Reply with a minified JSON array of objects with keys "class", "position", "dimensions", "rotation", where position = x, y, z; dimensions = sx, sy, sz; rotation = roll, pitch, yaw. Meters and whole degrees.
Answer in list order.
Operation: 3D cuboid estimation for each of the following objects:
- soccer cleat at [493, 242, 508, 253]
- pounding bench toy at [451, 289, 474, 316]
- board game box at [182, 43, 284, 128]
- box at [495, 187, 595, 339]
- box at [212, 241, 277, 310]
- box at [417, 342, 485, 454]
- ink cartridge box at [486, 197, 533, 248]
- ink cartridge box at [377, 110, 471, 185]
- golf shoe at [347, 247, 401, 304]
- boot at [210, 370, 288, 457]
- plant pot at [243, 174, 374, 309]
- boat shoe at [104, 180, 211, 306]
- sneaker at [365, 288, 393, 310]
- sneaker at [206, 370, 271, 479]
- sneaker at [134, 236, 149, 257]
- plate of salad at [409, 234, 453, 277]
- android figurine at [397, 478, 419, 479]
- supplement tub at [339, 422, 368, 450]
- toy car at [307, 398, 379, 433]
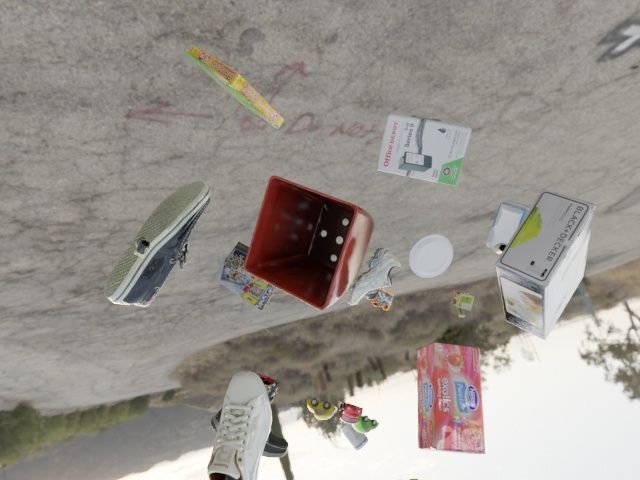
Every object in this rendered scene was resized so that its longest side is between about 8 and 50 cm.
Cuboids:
[{"class":"soccer cleat","position":[0.431,0.018,1.104],"dimensions":[0.036,0.029,0.083],"rotation":[17,-179,-15]},{"class":"pounding bench toy","position":[0.501,0.227,1.661],"dimensions":[0.052,0.083,0.065],"rotation":[14,-176,-3]},{"class":"board game box","position":[-0.173,-0.317,0.972],"dimensions":[0.039,0.124,0.259],"rotation":[-55,163,7]},{"class":"box","position":[0.413,0.055,0.859],"dimensions":[0.169,0.087,0.290],"rotation":[-55,145,-10]},{"class":"box","position":[-0.240,0.116,1.579],"dimensions":[0.159,0.233,0.044],"rotation":[-55,143,-13]},{"class":"box","position":[0.386,0.472,1.395],"dimensions":[0.154,0.299,0.142],"rotation":[9,156,-8]},{"class":"ink cartridge box","position":[0.598,-0.050,1.460],"dimensions":[0.082,0.139,0.191],"rotation":[23,-158,29]},{"class":"ink cartridge box","position":[0.365,-0.333,1.680],"dimensions":[0.290,0.211,0.121],"rotation":[12,-157,6]},{"class":"golf shoe","position":[0.140,0.107,1.213],"dimensions":[0.176,0.086,0.069],"rotation":[-57,172,12]},{"class":"boot","position":[-0.152,0.473,1.264],"dimensions":[0.178,0.237,0.085],"rotation":[-57,-161,1]},{"class":"plant pot","position":[0.000,0.000,1.249],"dimensions":[0.268,0.267,0.236],"rotation":[24,-168,29]},{"class":"boat shoe","position":[-0.520,0.018,1.570],"dimensions":[0.156,0.187,0.500],"rotation":[35,93,-40]},{"class":"sneaker","position":[0.256,0.257,2.083],"dimensions":[0.084,0.083,0.215],"rotation":[-7,160,44]},{"class":"sneaker","position":[-0.169,0.416,0.960],"dimensions":[0.106,0.289,0.123],"rotation":[-3,162,12]},{"class":"sneaker","position":[-0.416,0.011,1.100],"dimensions":[0.031,0.083,0.035],"rotation":[34,103,-29]},{"class":"plate of salad","position":[0.469,0.065,1.989],"dimensions":[0.200,0.199,0.048],"rotation":[-16,-156,-5]},{"class":"android figurine","position":[0.236,0.811,1.373],"dimensions":[0.273,0.056,0.248],"rotation":[-29,-164,4]},{"class":"supplement tub","position":[0.136,0.778,1.872],"dimensions":[0.071,0.107,0.071],"rotation":[-37,170,-8]},{"class":"toy car","position":[0.093,0.558,1.457],"dimensions":[0.225,0.053,0.239],"rotation":[33,150,-28]}]
